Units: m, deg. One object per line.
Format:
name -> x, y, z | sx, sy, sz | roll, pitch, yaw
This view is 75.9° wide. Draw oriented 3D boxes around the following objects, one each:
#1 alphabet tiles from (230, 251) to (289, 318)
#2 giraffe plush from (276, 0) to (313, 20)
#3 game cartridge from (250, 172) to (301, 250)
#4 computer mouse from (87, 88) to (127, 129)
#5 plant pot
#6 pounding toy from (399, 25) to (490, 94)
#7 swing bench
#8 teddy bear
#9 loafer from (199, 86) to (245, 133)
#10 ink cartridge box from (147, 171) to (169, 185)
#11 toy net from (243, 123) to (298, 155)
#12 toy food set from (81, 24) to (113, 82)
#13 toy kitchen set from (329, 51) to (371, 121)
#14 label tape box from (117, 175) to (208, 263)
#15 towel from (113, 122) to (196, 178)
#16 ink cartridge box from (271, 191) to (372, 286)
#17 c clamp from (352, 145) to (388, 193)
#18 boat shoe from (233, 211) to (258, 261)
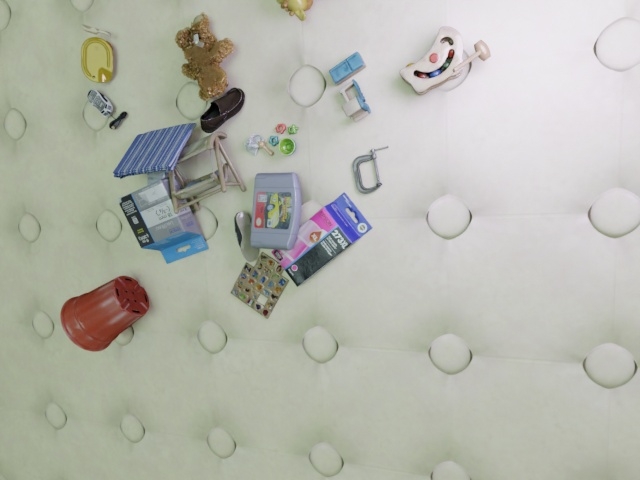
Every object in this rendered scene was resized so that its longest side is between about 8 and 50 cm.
alphabet tiles -> -0.245, 0.175, 1.688 | 0.198, 0.009, 0.237 | 33, 106, 11
giraffe plush -> -0.059, -0.860, 1.406 | 0.182, 0.210, 0.171 | 62, 139, 33
game cartridge -> -0.168, -0.112, 1.564 | 0.195, 0.060, 0.295 | 3, 88, 22
computer mouse -> -0.930, -0.579, 1.783 | 0.106, 0.042, 0.193 | -42, 90, 23
plant pot -> -0.924, 0.305, 1.805 | 0.264, 0.272, 0.273 | -31, 88, 11
pounding toy -> 0.380, -0.585, 1.300 | 0.269, 0.155, 0.154 | -23, 95, 19
swing bench -> -0.474, -0.270, 1.615 | 0.253, 0.165, 0.255 | -20, 91, 20
teddy bear -> -0.443, -0.705, 1.585 | 0.245, 0.113, 0.338 | -43, 76, 11
loafer -> -0.373, -0.503, 1.563 | 0.080, 0.078, 0.220 | 38, 81, 11
ink cartridge box -> -0.683, -0.285, 1.738 | 0.088, 0.052, 0.123 | 7, 102, 16
toy net -> -0.198, -0.386, 1.572 | 0.232, 0.045, 0.122 | 3, 99, 17
toy food set -> -0.938, -0.783, 1.747 | 0.128, 0.071, 0.218 | 6, 103, -7
toy kitchen set -> 0.112, -0.528, 1.388 | 0.122, 0.166, 0.207 | -28, 89, 19
label tape box -> -0.650, -0.067, 1.703 | 0.240, 0.106, 0.334 | -18, 101, 20
towel -> -0.663, -0.356, 1.639 | 0.335, 0.040, 0.244 | -1, 57, 28
ink cartridge box -> 0.000, 0.000, 1.559 | 0.370, 0.069, 0.176 | -39, 85, 16
c clamp -> 0.183, -0.252, 1.482 | 0.137, 0.022, 0.161 | -4, 96, 18
boat shoe -> -0.305, -0.015, 1.662 | 0.065, 0.075, 0.206 | 2, 106, 59
